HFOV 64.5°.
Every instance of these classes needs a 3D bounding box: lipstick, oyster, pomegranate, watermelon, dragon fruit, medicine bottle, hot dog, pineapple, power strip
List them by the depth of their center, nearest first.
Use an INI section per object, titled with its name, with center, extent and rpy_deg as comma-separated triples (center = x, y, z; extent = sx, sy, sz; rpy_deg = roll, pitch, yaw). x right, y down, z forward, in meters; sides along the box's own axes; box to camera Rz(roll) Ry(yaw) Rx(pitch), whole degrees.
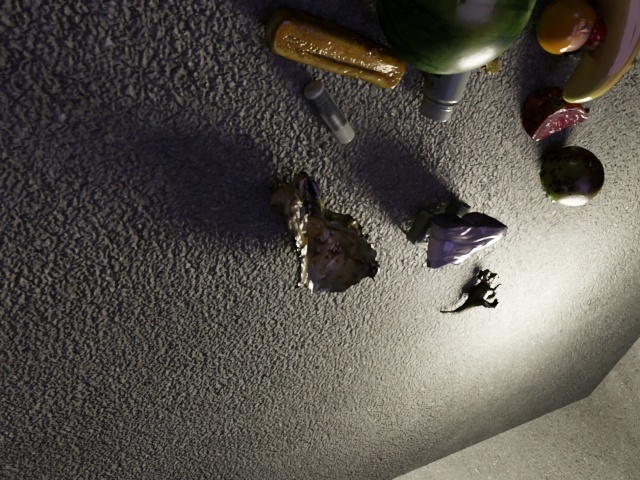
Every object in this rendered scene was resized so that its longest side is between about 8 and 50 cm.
[watermelon]
center = 0.206, -0.382, 0.782
extent = 0.242, 0.242, 0.242
rpy_deg = -18, 136, -18
[hot dog]
center = 0.032, -0.319, 0.855
extent = 0.286, 0.061, 0.088
rpy_deg = 9, 126, -40
[lipstick]
center = 0.017, -0.236, 0.940
extent = 0.040, 0.040, 0.141
rpy_deg = -39, 139, 4
[medicine bottle]
center = 0.243, -0.307, 0.991
extent = 0.080, 0.080, 0.130
rpy_deg = -8, 133, -27
[pineapple]
center = 0.351, -0.371, 1.048
extent = 0.045, 0.019, 0.083
rpy_deg = -41, 141, 2
[oyster]
center = -0.007, 0.003, 1.079
extent = 0.198, 0.133, 0.337
rpy_deg = -35, 137, 4
[dragon fruit]
center = 0.539, -0.312, 1.173
extent = 0.147, 0.102, 0.096
rpy_deg = -29, 136, 0
[power strip]
center = 0.328, -0.041, 1.322
extent = 0.216, 0.061, 0.145
rpy_deg = 14, 113, -42
[pomegranate]
center = 0.664, -0.165, 1.364
extent = 0.159, 0.159, 0.205
rpy_deg = -27, 163, -9

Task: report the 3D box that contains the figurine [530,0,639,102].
[figurine]
center = 0.542, -0.432, 1.003
extent = 0.222, 0.124, 0.324
rpy_deg = 3, 126, -2

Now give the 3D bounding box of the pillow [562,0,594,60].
[pillow]
center = 0.614, -0.485, 1.091
extent = 0.141, 0.055, 0.208
rpy_deg = -3, 132, -40

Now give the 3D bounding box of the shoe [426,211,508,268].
[shoe]
center = 0.364, 0.003, 1.275
extent = 0.245, 0.095, 0.137
rpy_deg = -3, 122, -31

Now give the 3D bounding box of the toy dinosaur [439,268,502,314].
[toy dinosaur]
center = 0.485, 0.156, 1.633
extent = 0.179, 0.087, 0.187
rpy_deg = 8, 114, 6
